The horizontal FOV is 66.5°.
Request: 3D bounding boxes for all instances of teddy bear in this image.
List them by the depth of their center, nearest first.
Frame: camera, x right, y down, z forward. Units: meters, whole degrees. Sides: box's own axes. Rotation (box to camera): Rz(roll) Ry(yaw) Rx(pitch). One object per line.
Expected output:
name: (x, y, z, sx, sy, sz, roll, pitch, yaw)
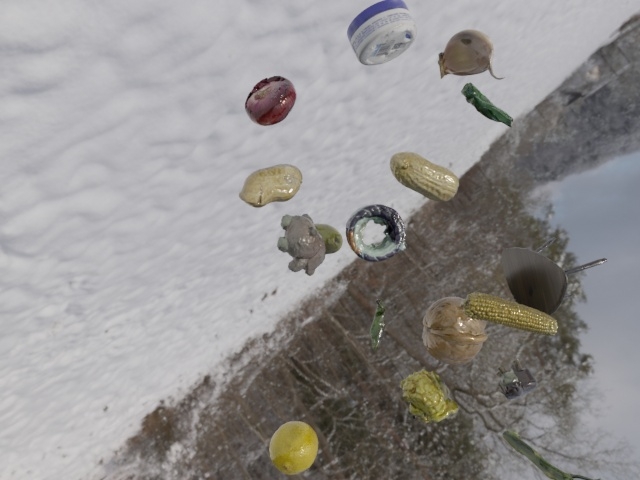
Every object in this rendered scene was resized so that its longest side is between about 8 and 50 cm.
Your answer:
teddy bear: (-0.064, 0.010, 1.835, 0.151, 0.235, 0.267, 7, 163, 12)

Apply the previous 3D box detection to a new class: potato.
potato: (0.000, 0.000, 2.194, 0.248, 0.169, 0.143, -4, -112, 58)

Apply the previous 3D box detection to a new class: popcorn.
popcorn: (0.392, 0.578, 1.800, 0.170, 0.189, 0.218, -32, 169, 8)

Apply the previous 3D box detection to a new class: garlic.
garlic: (0.520, -0.628, 1.635, 0.129, 0.148, 0.266, -32, -147, -14)

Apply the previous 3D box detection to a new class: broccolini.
broccolini: (0.579, 0.539, 1.159, 0.074, 0.078, 0.392, -11, -170, -13)

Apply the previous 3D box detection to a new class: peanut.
peanut: (0.418, -0.264, 1.996, 0.152, 0.313, 0.152, -160, -90, -74)
peanut: (-0.220, -0.241, 2.168, 0.340, 0.174, 0.158, -17, 172, -32)

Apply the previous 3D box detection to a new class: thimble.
thimble: (0.215, -0.026, 1.885, 0.237, 0.237, 0.150, -34, -176, 0)

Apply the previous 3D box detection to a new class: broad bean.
broad bean: (0.221, 0.318, 1.870, 0.046, 0.195, 0.061, 4, 180, 44)

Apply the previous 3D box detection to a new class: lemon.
lemon: (-0.096, 0.757, 1.796, 0.178, 0.178, 0.203, -36, -174, 24)

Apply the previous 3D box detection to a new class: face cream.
face cream: (0.195, -0.644, 1.530, 0.206, 0.111, 0.206, -23, 172, -4)

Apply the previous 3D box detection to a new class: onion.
onion: (-0.203, -0.586, 2.067, 0.248, 0.248, 0.161, -36, 132, 28)

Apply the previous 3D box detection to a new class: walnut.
walnut: (0.575, 0.386, 2.101, 0.285, 0.296, 0.285, 7, -169, -1)

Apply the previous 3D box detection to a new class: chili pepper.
chili pepper: (0.591, -0.471, 1.731, 0.061, 0.224, 0.098, -49, -160, 20)

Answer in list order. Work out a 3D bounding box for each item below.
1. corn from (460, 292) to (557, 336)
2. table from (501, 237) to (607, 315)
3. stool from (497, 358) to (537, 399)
corn: (0.565, 0.221, 1.471, 0.086, 0.288, 0.086, 16, 90, -87)
table: (0.937, 0.130, 1.919, 0.249, 0.317, 0.317, -17, 169, -20)
stool: (0.707, 0.514, 1.787, 0.125, 0.121, 0.217, -41, 145, 24)
